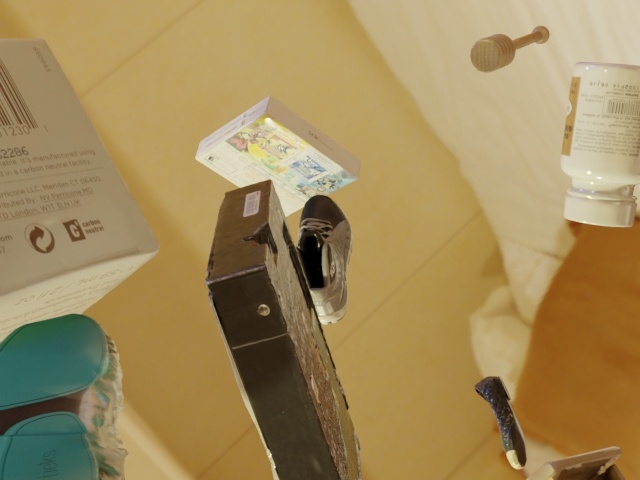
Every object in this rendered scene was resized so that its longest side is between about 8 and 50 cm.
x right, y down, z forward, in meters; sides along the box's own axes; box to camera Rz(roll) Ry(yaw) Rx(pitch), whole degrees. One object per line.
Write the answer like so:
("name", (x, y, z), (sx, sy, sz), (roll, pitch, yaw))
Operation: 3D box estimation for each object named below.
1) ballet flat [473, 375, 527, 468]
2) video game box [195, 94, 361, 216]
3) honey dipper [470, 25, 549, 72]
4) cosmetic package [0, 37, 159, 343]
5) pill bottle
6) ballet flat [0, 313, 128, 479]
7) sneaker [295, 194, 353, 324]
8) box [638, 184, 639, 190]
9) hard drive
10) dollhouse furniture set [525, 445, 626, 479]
("ballet flat", (0.288, 0.290, 1.575), (0.057, 0.049, 0.173), (50, -161, -40))
("video game box", (-0.069, -0.133, 1.630), (0.205, 0.048, 0.187), (33, 143, -31))
("honey dipper", (0.181, -0.180, 0.916), (0.030, 0.160, 0.031), (10, 111, 29))
("cosmetic package", (-0.484, -0.003, 1.211), (0.393, 0.329, 0.327), (-35, 82, 33))
("pill bottle", (0.420, -0.141, 1.449), (0.131, 0.131, 0.229), (23, 110, 61))
("ballet flat", (-0.237, 0.191, 0.852), (0.147, 0.147, 0.409), (53, -179, -20))
("sneaker", (0.000, 0.000, 1.489), (0.132, 0.086, 0.229), (69, -167, -55))
("box", (0.627, -0.094, 1.691), (0.038, 0.186, 0.145), (1, 116, 61))
("hard drive", (-0.027, 0.134, 0.986), (0.237, 0.064, 0.339), (-93, -14, -67))
("dollhouse furniture set", (0.499, 0.317, 1.299), (0.394, 0.362, 0.256), (-54, 52, 35))
